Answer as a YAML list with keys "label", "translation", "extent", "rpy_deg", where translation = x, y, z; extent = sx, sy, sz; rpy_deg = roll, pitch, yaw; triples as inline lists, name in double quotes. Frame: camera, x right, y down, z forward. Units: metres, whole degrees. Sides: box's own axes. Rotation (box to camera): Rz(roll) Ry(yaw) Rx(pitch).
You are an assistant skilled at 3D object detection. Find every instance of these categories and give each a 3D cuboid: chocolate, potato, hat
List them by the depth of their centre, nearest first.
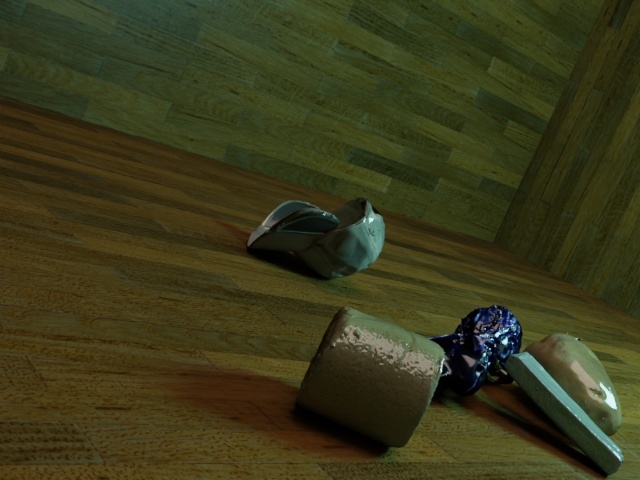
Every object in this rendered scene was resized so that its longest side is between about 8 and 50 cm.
- label: "chocolate"
  translation: [0.239, 0.178, 1.391]
  extent: [0.148, 0.126, 0.343]
  rpy_deg: [40, 16, 17]
- label: "potato"
  translation: [0.415, 0.232, 1.463]
  extent: [0.161, 0.128, 0.235]
  rpy_deg: [34, 12, -3]
- label: "hat"
  translation: [-0.008, -0.003, 1.760]
  extent: [0.275, 0.161, 0.232]
  rpy_deg: [-3, 3, -10]

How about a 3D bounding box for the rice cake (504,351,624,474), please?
- label: "rice cake"
  translation: [0.368, 0.257, 1.332]
  extent: [0.222, 0.042, 0.080]
  rpy_deg: [47, 13, 22]

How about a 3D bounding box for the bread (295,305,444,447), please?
- label: "bread"
  translation: [0.058, 0.159, 1.047]
  extent: [0.141, 0.134, 0.148]
  rpy_deg: [23, -3, -1]
